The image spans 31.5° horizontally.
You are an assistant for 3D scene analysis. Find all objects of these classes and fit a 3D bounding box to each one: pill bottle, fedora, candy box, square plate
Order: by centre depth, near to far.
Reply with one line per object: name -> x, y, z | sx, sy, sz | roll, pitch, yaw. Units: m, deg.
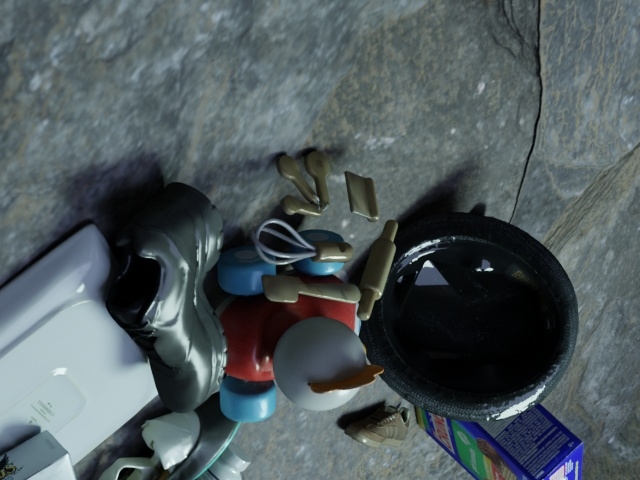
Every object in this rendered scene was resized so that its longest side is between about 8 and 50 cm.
square plate -> -0.327, 0.185, 1.293 | 0.344, 0.049, 0.347 | -40, 149, -14
pill bottle -> -0.160, 0.359, 1.686 | 0.120, 0.067, 0.067 | -50, 150, 4
fedora -> 0.212, 0.116, 1.712 | 0.334, 0.334, 0.152 | -44, 179, -6
candy box -> 0.308, 0.341, 2.014 | 0.122, 0.317, 0.268 | -38, 147, -14

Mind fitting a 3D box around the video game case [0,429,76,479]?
video game case -> -0.382, 0.381, 1.296 | 0.244, 0.061, 0.269 | -29, 133, -31

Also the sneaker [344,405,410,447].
sneaker -> 0.102, 0.321, 1.998 | 0.188, 0.066, 0.071 | 20, 92, -63

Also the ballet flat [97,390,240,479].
ballet flat -> -0.221, 0.303, 1.525 | 0.280, 0.095, 0.096 | -48, 138, 0

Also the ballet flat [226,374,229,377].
ballet flat -> -0.088, 0.152, 1.554 | 0.057, 0.052, 0.168 | -18, 139, -41

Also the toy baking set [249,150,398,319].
toy baking set -> 0.006, 0.003, 1.364 | 0.197, 0.256, 0.030 | 34, 137, -22

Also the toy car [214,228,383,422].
toy car -> 0.000, 0.134, 1.396 | 0.210, 0.238, 0.219 | -14, 117, -34

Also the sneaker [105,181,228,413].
sneaker -> -0.181, 0.080, 1.262 | 0.130, 0.109, 0.286 | -36, 133, -46

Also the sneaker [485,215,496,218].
sneaker -> 0.241, 0.037, 1.823 | 0.068, 0.071, 0.170 | 1, 124, -52
